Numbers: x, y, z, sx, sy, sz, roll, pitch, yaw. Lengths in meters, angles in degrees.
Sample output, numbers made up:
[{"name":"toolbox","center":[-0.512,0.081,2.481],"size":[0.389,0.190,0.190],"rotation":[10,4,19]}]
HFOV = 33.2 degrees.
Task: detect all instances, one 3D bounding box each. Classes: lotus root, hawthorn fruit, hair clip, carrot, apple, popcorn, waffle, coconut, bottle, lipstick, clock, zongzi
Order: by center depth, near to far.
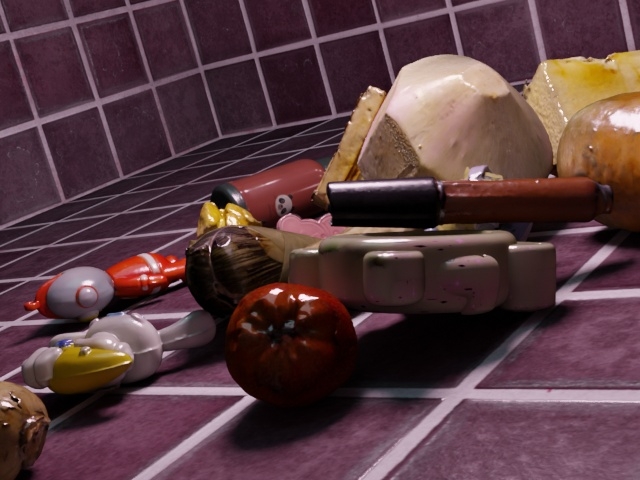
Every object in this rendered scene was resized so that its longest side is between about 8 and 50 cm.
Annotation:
[{"name":"hawthorn fruit","center":[-0.040,0.137,1.359],"size":[0.173,0.173,0.179],"rotation":[-24,-8,-33]},{"name":"lotus root","center":[-0.478,0.255,1.381],"size":[0.284,0.146,0.160],"rotation":[-3,-3,21]},{"name":"clock","center":[0.136,0.044,1.471],"size":[0.309,0.114,0.284],"rotation":[-3,4,-36]},{"name":"lipstick","center":[0.216,-0.056,1.556],"size":[0.418,0.077,0.077],"rotation":[-1,12,-4]},{"name":"carrot","center":[0.530,-0.121,1.626],"size":[0.224,0.224,0.341],"rotation":[-23,14,-31]},{"name":"zongzi","center":[-0.064,0.035,1.760],"size":[0.317,0.154,0.289],"rotation":[-12,1,-7]},{"name":"coconut","center":[0.240,-0.162,1.871],"size":[0.352,0.352,0.352],"rotation":[-15,13,3]},{"name":"hair clip","center":[-0.001,-0.001,2.003],"size":[0.138,0.123,0.102],"rotation":[-18,-8,8]},{"name":"apple","center":[0.560,-0.241,2.061],"size":[0.309,0.252,0.314],"rotation":[-1,6,-12]},{"name":"popcorn","center":[-0.183,-0.007,2.156],"size":[0.152,0.167,0.148],"rotation":[-39,46,-5]},{"name":"waffle","center":[0.075,-0.170,2.203],"size":[0.114,0.261,0.376],"rotation":[28,1,-2]},{"name":"bottle","center":[-0.076,-0.102,2.458],"size":[0.336,0.144,0.144],"rotation":[-20,13,-29]}]

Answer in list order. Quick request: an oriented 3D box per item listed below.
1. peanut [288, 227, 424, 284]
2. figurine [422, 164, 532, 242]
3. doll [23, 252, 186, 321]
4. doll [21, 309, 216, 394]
[{"name":"peanut","center":[0.071,0.032,1.750],"size":[0.136,0.120,0.298],"rotation":[23,32,31]},{"name":"figurine","center":[0.241,-0.031,1.683],"size":[0.208,0.184,0.128],"rotation":[-10,42,22]},{"name":"doll","center":[-0.418,0.094,2.117],"size":[0.336,0.105,0.200],"rotation":[-14,11,-30]},{"name":"doll","center":[-0.317,0.167,1.626],"size":[0.252,0.111,0.237],"rotation":[-13,1,27]}]
